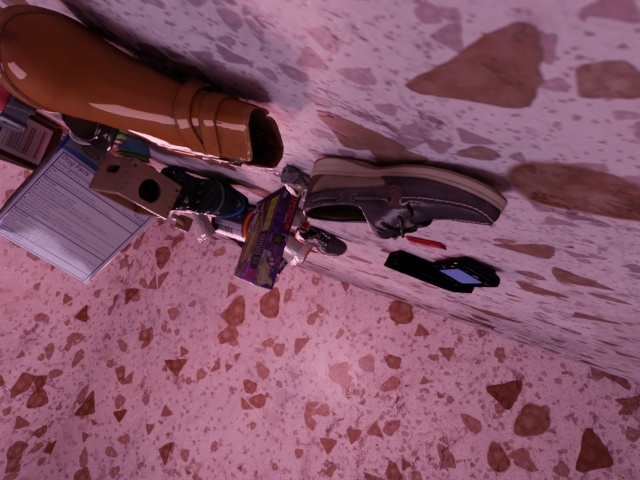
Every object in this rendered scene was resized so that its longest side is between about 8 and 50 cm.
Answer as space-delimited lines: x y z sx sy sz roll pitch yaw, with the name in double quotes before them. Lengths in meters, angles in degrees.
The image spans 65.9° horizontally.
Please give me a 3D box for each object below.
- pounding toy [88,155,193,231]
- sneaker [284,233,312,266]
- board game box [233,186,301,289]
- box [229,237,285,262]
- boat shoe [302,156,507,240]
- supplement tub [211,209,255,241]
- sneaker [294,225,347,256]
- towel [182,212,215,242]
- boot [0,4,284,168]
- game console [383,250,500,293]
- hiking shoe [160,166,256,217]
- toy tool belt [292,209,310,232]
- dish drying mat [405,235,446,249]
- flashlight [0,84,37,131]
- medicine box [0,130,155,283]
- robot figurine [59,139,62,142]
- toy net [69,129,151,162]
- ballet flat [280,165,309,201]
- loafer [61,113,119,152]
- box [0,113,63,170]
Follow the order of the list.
"pounding toy" -0.352 -0.099 1.070 0.181 0.094 0.206 10 163 40
"sneaker" -0.105 0.018 1.733 0.121 0.099 0.262 34 167 -6
"board game box" -0.132 -0.001 1.140 0.056 0.208 0.347 23 173 -15
"box" -0.269 0.021 1.954 0.296 0.073 0.293 36 173 2
"boat shoe" 0.092 -0.045 0.637 0.285 0.092 0.103 15 171 39
"supplement tub" -0.211 -0.047 1.420 0.198 0.106 0.106 16 171 30
"sneaker" 0.000 0.000 1.377 0.158 0.061 0.065 20 166 3
"towel" -0.388 -0.086 1.480 0.187 0.049 0.282 60 164 -7
"boot" -0.178 -0.148 0.546 0.220 0.109 0.283 19 175 18
"game console" 0.291 0.075 1.176 0.213 0.043 0.361 21 172 -5
"hiking shoe" -0.302 -0.104 1.225 0.304 0.113 0.132 21 -177 42
"toy tool belt" -0.053 -0.054 1.197 0.083 0.052 0.051 21 -155 20
"dish drying mat" 0.215 0.005 1.008 0.083 0.008 0.032 14 171 42
"flashlight" -0.636 -0.290 0.813 0.103 0.103 0.304 17 174 46
"medicine box" -0.606 -0.081 1.246 0.263 0.289 0.149 42 -166 -32
"robot figurine" -0.727 -0.236 1.528 0.211 0.085 0.291 25 172 -37
"toy net" -0.476 -0.217 1.060 0.232 0.045 0.122 15 -178 25
"ballet flat" -0.028 -0.090 0.855 0.041 0.041 0.114 13 170 45
"loafer" -0.413 -0.208 0.876 0.078 0.080 0.220 26 171 -39
"box" -0.882 -0.303 1.266 0.382 0.143 0.191 16 172 20
